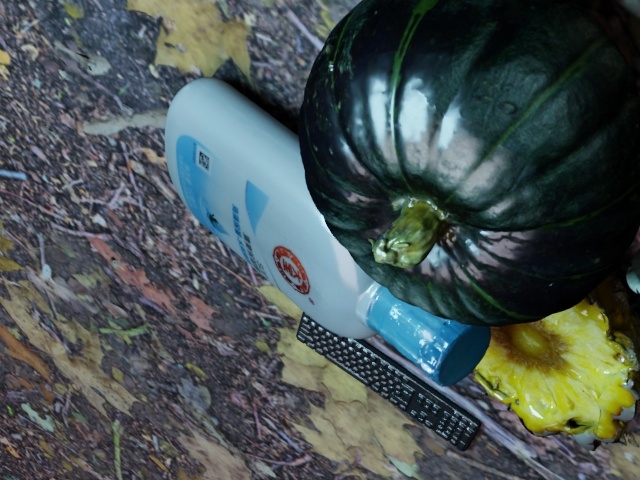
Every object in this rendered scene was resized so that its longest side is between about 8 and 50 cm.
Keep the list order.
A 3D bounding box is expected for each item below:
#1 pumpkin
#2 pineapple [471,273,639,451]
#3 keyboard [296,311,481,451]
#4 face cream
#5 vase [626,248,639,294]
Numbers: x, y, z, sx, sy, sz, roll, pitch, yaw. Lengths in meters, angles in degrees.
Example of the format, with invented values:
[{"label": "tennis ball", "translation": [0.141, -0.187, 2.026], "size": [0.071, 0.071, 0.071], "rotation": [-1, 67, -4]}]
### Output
[{"label": "pumpkin", "translation": [0.095, -0.053, 0.947], "size": [0.250, 0.216, 0.250], "rotation": [22, 142, 18]}, {"label": "pineapple", "translation": [0.178, 0.066, 1.126], "size": [0.225, 0.076, 0.225], "rotation": [34, 146, 27]}, {"label": "keyboard", "translation": [0.064, 0.135, 1.397], "size": [0.204, 0.013, 0.061], "rotation": [34, 148, 12]}, {"label": "face cream", "translation": [0.000, 0.000, 1.172], "size": [0.336, 0.080, 0.163], "rotation": [39, 151, 32]}, {"label": "vase", "translation": [0.348, 0.141, 0.976], "size": [0.165, 0.165, 0.360], "rotation": [-14, 115, 53]}]
